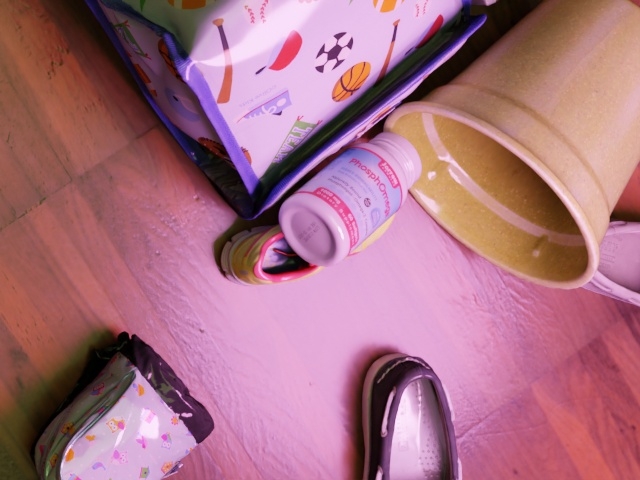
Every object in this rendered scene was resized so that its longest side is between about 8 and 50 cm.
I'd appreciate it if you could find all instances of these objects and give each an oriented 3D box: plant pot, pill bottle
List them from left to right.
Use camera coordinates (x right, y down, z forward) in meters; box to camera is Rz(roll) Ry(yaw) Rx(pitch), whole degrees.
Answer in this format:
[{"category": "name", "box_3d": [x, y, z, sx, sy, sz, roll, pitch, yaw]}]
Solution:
[{"category": "pill bottle", "box_3d": [0.036, -0.047, 1.857, 0.160, 0.087, 0.087, -42, 109, -37]}, {"category": "plant pot", "box_3d": [0.252, -0.131, 1.916, 0.276, 0.276, 0.254, 47, 69, -18]}]

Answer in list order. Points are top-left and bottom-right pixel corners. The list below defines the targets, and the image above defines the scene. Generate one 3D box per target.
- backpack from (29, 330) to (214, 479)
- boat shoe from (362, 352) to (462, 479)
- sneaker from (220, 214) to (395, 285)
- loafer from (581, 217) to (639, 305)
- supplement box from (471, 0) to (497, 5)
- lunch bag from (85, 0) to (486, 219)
[{"category": "backpack", "box_3d": [-0.216, 0.206, 1.853, 0.182, 0.115, 0.152, -42, 106, -13]}, {"category": "boat shoe", "box_3d": [0.103, 0.281, 1.984, 0.114, 0.091, 0.303, -13, 100, -17]}, {"category": "sneaker", "box_3d": [0.000, 0.000, 1.914, 0.208, 0.094, 0.081, -27, 104, -15]}, {"category": "loafer", "box_3d": [0.407, 0.038, 2.047, 0.319, 0.111, 0.112, 10, 93, -20]}, {"category": "supplement box", "box_3d": [0.251, -0.365, 1.967, 0.239, 0.073, 0.130, -27, 105, -15]}, {"category": "lunch bag", "box_3d": [-0.019, -0.215, 1.769, 0.328, 0.239, 0.385, -41, 151, -9]}]
